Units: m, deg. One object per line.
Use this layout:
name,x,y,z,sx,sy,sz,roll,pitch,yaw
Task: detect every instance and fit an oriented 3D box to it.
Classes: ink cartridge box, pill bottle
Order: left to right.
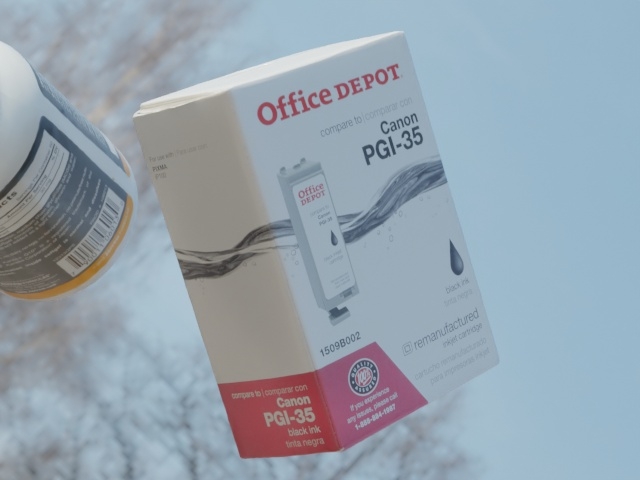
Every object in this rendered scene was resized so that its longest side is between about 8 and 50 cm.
pill bottle,-0.270,-0.068,1.492,0.162,0.162,0.278,29,-9,29
ink cartridge box,0.000,0.000,1.439,0.117,0.207,0.283,-10,-80,46
